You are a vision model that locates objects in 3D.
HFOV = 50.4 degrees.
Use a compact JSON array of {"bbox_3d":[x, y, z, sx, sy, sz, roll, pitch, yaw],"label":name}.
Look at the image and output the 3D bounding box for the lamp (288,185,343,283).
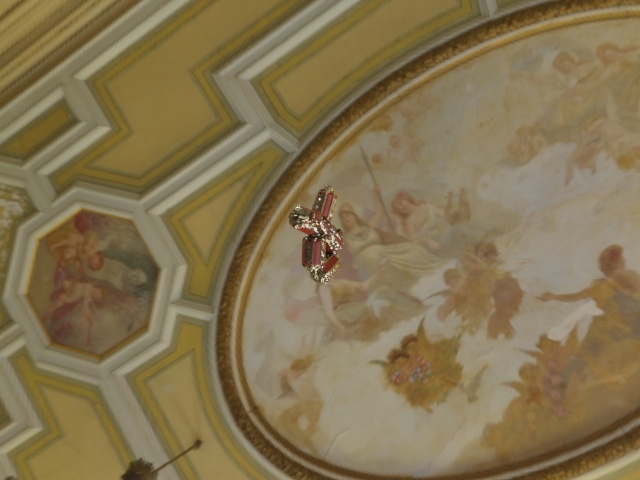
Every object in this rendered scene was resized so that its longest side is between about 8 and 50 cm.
[{"bbox_3d":[0.000,0.000,0.596,0.031,0.063,0.083,12,-57,30],"label":"lamp"}]
